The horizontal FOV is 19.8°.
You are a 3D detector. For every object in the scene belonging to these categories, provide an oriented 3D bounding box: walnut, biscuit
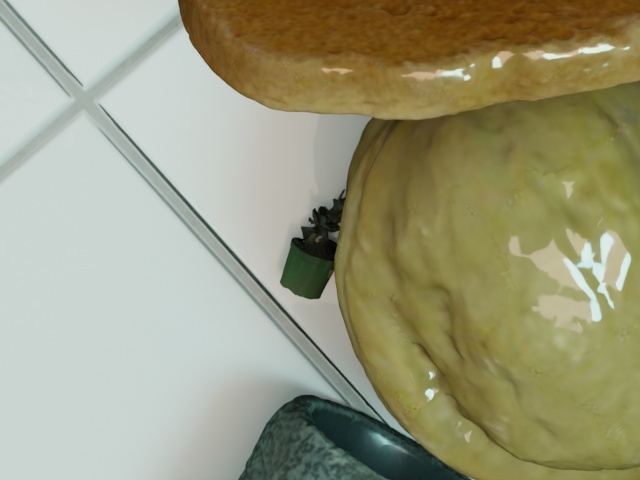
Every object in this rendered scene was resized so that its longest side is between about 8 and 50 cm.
[{"bbox_3d":[0.190,0.010,1.503,0.383,0.383,0.384,-1,106,-2],"label":"walnut"},{"bbox_3d":[0.107,-0.205,1.432,0.455,0.350,0.078,-1,124,8],"label":"biscuit"}]

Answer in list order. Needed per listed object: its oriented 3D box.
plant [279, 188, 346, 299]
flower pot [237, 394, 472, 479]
[{"bbox_3d":[0.000,0.000,1.642,0.051,0.051,0.102,21,103,-8],"label":"plant"},{"bbox_3d":[0.022,0.320,1.631,0.299,0.299,0.283,29,94,-10],"label":"flower pot"}]
